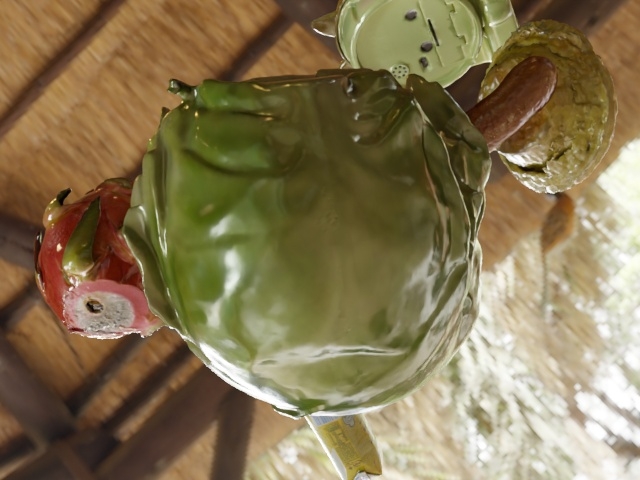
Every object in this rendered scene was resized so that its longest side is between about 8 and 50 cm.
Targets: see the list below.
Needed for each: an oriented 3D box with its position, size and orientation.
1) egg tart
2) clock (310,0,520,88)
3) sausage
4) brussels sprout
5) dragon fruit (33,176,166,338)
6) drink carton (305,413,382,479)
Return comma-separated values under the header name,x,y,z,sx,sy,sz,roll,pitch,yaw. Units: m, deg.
name,x,y,z,sx,sy,sz,roll,pitch,yaw
egg tart,0.355,-0.219,1.960,0.123,0.294,0.294,-8,-42,-37
clock,0.169,-0.382,2.110,0.348,0.117,0.286,-19,-45,11
sausage,0.239,-0.175,1.825,0.302,0.103,0.076,-32,-49,13
brussels sprout,-0.004,0.005,1.253,0.342,0.361,0.425,-9,0,35
dragon fruit,-0.292,0.020,1.656,0.224,0.227,0.224,-7,-37,-5
drink carton,0.047,0.309,1.764,0.074,0.084,0.200,-25,-67,12
